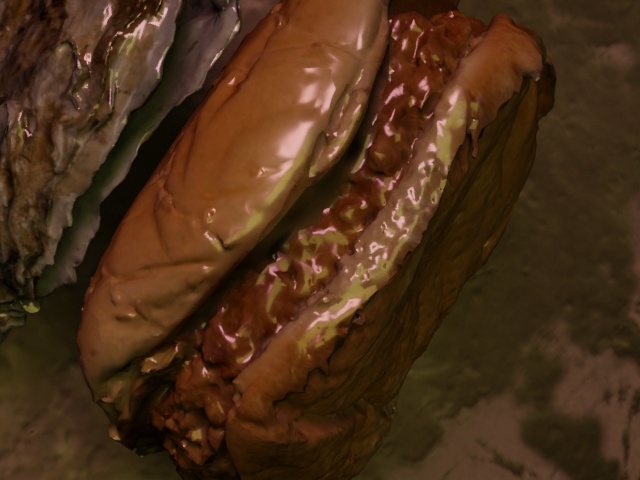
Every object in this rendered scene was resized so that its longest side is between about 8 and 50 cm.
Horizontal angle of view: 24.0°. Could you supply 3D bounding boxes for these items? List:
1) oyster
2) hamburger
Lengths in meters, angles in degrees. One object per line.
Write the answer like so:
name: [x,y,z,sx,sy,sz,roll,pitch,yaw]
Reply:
oyster: [-0.141,-0.072,0.743,0.112,0.267,0.198,16,42,-50]
hamburger: [0.000,-0.001,0.754,0.144,0.259,0.283,26,75,12]
